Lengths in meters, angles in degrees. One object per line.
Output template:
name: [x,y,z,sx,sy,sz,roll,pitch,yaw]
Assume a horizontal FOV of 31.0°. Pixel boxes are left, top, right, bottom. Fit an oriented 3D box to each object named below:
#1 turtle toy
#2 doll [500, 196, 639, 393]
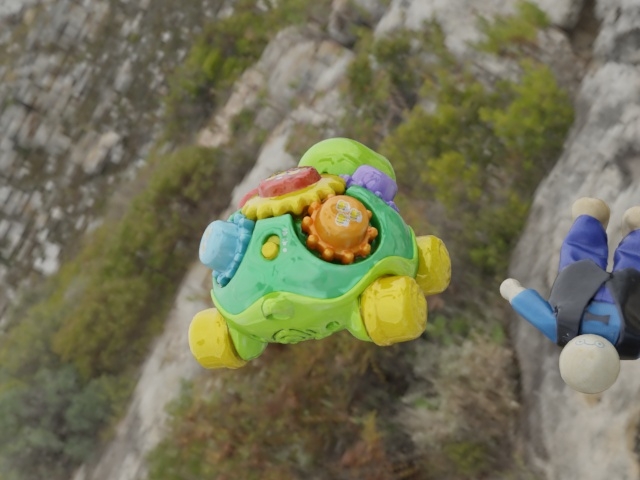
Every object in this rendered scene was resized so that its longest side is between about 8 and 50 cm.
turtle toy: [0.000,0.000,0.462,0.095,0.066,0.130,-11,15,21]
doll: [0.187,0.039,0.783,0.189,0.129,0.046,-64,-19,-53]
